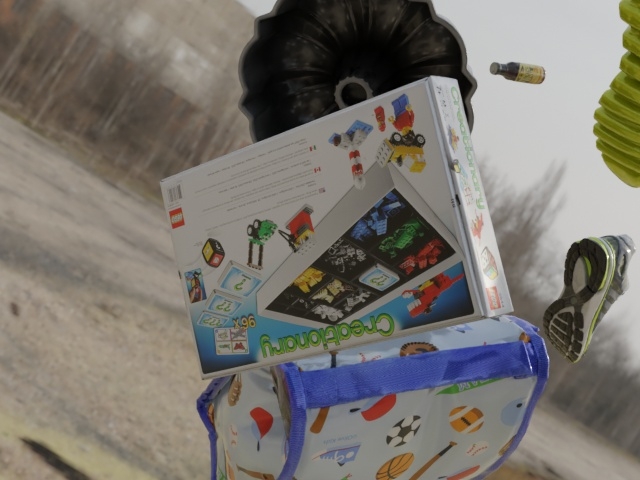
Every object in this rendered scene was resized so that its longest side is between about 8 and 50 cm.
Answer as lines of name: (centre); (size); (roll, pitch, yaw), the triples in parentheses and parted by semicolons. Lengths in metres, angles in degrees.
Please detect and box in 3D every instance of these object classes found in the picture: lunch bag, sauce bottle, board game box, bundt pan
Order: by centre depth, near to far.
board game box: (0.000, 0.000, 0.914); (0.305, 0.193, 0.053); (-16, -6, 36)
lunch bag: (0.052, 0.203, 1.288); (0.328, 0.239, 0.385); (-6, -22, -21)
bundt pan: (0.059, -0.216, 1.475); (0.331, 0.331, 0.124); (32, 28, -1)
sauce bottle: (0.404, -0.345, 2.193); (0.128, 0.042, 0.042); (0, 17, -30)

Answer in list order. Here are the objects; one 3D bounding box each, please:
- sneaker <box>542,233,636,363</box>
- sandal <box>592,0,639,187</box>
sneaker: (0.505, 0.110, 1.970); (0.121, 0.300, 0.111); (-15, 48, -27)
sandal: (0.430, -0.203, 1.309); (0.138, 0.317, 0.126); (-16, 43, -23)
